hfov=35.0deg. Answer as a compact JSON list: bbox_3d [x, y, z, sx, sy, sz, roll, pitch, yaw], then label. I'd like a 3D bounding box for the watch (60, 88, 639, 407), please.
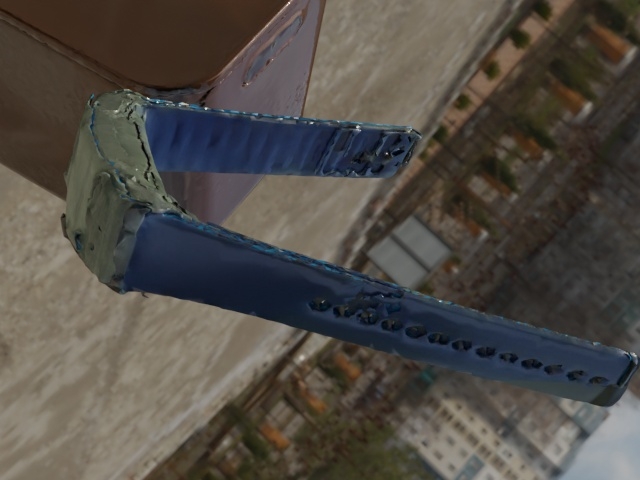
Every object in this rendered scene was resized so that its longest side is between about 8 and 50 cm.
[{"bbox_3d":[0.000,0.006,0.590,0.274,0.276,0.068,4,121,-31],"label":"watch"}]

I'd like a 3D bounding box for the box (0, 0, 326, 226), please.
[{"bbox_3d":[-0.183,-0.181,0.861,0.239,0.339,0.229,-52,163,-33],"label":"box"}]
